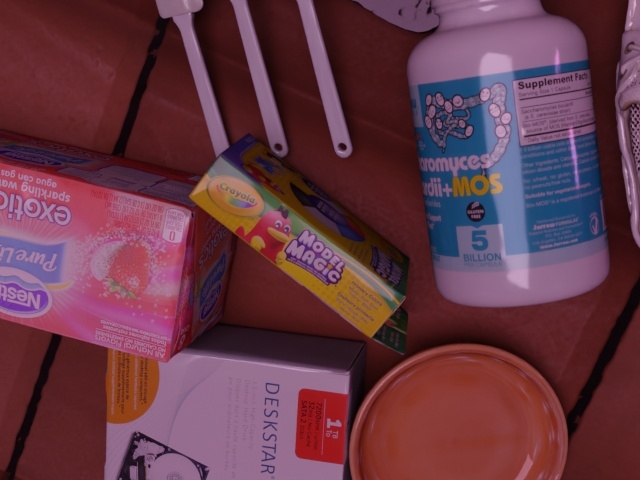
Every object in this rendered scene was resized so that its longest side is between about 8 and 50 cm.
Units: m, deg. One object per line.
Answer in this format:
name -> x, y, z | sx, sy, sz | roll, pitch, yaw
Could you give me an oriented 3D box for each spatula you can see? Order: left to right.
spatula -> -0.059, -0.174, 0.857 | 0.168, 0.019, 0.242 | -7, 112, 21

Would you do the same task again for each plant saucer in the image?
plant saucer -> 0.123, 0.185, 0.885 | 0.200, 0.037, 0.200 | -1, 102, -6

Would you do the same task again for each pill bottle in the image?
pill bottle -> 0.150, -0.087, 0.796 | 0.146, 0.146, 0.264 | -7, 98, 14

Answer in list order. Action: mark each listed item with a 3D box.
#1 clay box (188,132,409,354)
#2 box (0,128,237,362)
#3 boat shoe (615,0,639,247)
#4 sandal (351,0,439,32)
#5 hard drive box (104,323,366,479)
clay box -> 0.000, 0.000, 0.847 | 0.222, 0.127, 0.053 | 37, 105, -4
box -> -0.240, -0.007, 0.898 | 0.300, 0.154, 0.142 | 13, 103, 10
boat shoe -> 0.281, -0.122, 0.769 | 0.098, 0.096, 0.277 | 2, 102, 45
sandal -> 0.000, -0.256, 0.846 | 0.254, 0.054, 0.097 | 19, 104, 9
hard drive box -> -0.081, 0.179, 0.929 | 0.232, 0.089, 0.181 | 5, 102, 12
